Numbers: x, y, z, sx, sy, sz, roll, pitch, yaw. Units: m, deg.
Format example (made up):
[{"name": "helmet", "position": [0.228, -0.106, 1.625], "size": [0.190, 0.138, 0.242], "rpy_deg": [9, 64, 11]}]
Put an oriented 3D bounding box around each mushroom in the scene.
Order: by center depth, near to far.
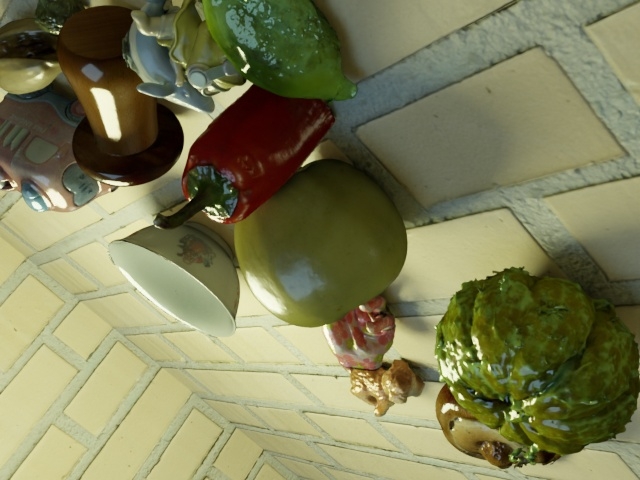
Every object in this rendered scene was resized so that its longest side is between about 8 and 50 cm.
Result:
[{"name": "mushroom", "position": [0.346, 0.349, 1.361], "size": [0.253, 0.153, 0.253], "rpy_deg": [18, 145, 13]}]

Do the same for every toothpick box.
[{"name": "toothpick box", "position": [-0.329, -0.225, 1.149], "size": [0.192, 0.192, 0.294], "rpy_deg": [27, 145, 14]}]

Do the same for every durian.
[{"name": "durian", "position": [-0.063, -0.262, 0.878], "size": [0.139, 0.101, 0.250], "rpy_deg": [2, 139, 45]}]

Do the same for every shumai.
[{"name": "shumai", "position": [-0.422, -0.382, 1.111], "size": [0.083, 0.082, 0.080], "rpy_deg": [5, 147, 3]}]

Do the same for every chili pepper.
[{"name": "chili pepper", "position": [-0.121, -0.096, 0.951], "size": [0.131, 0.338, 0.135], "rpy_deg": [-1, 134, 44]}]

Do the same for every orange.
[{"name": "orange", "position": [0.314, 0.170, 1.041], "size": [0.301, 0.223, 0.300], "rpy_deg": [38, 142, -2]}]

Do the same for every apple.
[{"name": "apple", "position": [0.000, 0.000, 1.090], "size": [0.262, 0.262, 0.262], "rpy_deg": [26, 152, 15]}]

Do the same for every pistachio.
[{"name": "pistachio", "position": [-0.521, -0.331, 1.251], "size": [0.206, 0.131, 0.130], "rpy_deg": [3, 96, 39]}]

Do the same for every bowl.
[{"name": "bowl", "position": [-0.299, 0.059, 1.592], "size": [0.345, 0.157, 0.346], "rpy_deg": [26, 153, 15]}]

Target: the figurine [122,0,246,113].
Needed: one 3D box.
[{"name": "figurine", "position": [-0.189, -0.273, 0.968], "size": [0.183, 0.128, 0.209], "rpy_deg": [-4, 125, 15]}]

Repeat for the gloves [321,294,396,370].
[{"name": "gloves", "position": [0.075, 0.145, 1.379], "size": [0.145, 0.126, 0.241], "rpy_deg": [20, 122, 34]}]

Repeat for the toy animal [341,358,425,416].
[{"name": "toy animal", "position": [0.133, 0.313, 1.600], "size": [0.184, 0.104, 0.185], "rpy_deg": [42, 157, 0]}]

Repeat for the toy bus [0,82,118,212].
[{"name": "toy bus", "position": [-0.551, -0.174, 1.410], "size": [0.294, 0.232, 0.197], "rpy_deg": [26, 152, 16]}]

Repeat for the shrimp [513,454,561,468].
[{"name": "shrimp", "position": [0.470, 0.460, 1.537], "size": [0.132, 0.053, 0.236], "rpy_deg": [2, 139, 15]}]
